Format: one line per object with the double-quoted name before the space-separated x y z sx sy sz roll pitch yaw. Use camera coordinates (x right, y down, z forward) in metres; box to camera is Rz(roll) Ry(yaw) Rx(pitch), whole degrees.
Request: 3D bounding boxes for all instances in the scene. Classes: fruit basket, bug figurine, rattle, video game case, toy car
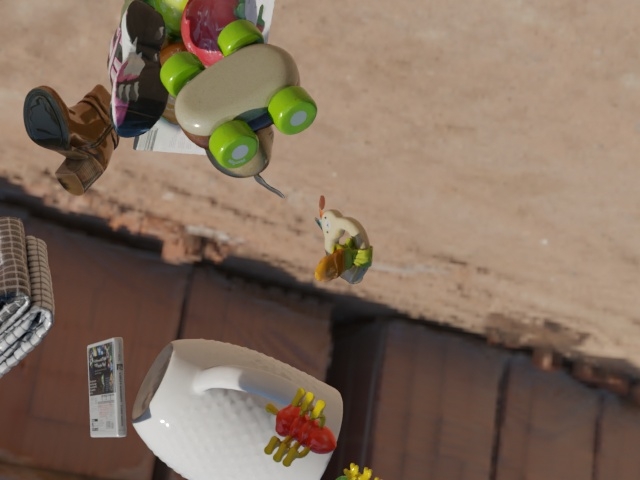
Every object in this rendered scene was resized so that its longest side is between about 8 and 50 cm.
"fruit basket" -0.153 -0.280 1.628 0.165 0.327 0.353 5 -178 -40
"bug figurine" -0.035 0.325 1.360 0.216 0.279 0.072 31 178 37
"rattle" 0.000 0.000 2.255 0.143 0.199 0.130 -23 150 -22
"video game case" -0.387 0.268 2.121 0.022 0.173 0.190 0 172 -25
"toy car" -0.081 -0.129 1.368 0.149 0.155 0.188 -31 147 -8

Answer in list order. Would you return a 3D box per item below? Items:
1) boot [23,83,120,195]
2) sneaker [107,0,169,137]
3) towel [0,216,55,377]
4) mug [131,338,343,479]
"boot" -0.354 -0.182 1.712 0.073 0.152 0.197 10 139 20
"sneaker" -0.231 -0.201 1.447 0.072 0.178 0.077 19 151 -28
"towel" -0.550 0.117 1.816 0.284 0.235 0.121 -39 126 7
"mug" -0.146 0.314 2.136 0.328 0.276 0.374 28 150 -15
